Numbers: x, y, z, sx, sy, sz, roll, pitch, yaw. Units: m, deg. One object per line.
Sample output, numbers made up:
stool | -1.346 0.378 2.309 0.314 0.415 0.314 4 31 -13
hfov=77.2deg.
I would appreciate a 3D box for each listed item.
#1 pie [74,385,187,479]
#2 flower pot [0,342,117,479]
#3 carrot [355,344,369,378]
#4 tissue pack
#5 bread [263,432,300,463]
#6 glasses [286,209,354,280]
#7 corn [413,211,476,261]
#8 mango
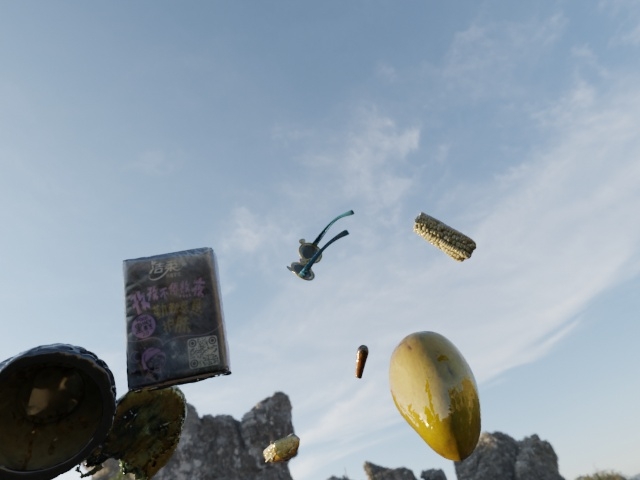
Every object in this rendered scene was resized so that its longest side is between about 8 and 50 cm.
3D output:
pie | -0.521 0.552 1.172 0.078 0.296 0.371 14 -30 28
flower pot | -0.606 0.352 0.897 0.267 0.266 0.267 10 -9 -29
carrot | 0.185 0.556 1.839 0.055 0.055 0.161 3 -74 -24
tissue pack | -0.395 0.208 1.104 0.259 0.361 0.122 -9 -22 -14
bread | -0.090 0.503 0.963 0.072 0.053 0.106 -9 -31 -33
glasses | 0.021 0.021 1.184 0.221 0.189 0.088 -32 -72 27
corn | 0.378 -0.011 1.245 0.211 0.087 0.087 32 -51 3
mango | 0.348 0.472 1.253 0.221 0.445 0.301 21 -67 -12
